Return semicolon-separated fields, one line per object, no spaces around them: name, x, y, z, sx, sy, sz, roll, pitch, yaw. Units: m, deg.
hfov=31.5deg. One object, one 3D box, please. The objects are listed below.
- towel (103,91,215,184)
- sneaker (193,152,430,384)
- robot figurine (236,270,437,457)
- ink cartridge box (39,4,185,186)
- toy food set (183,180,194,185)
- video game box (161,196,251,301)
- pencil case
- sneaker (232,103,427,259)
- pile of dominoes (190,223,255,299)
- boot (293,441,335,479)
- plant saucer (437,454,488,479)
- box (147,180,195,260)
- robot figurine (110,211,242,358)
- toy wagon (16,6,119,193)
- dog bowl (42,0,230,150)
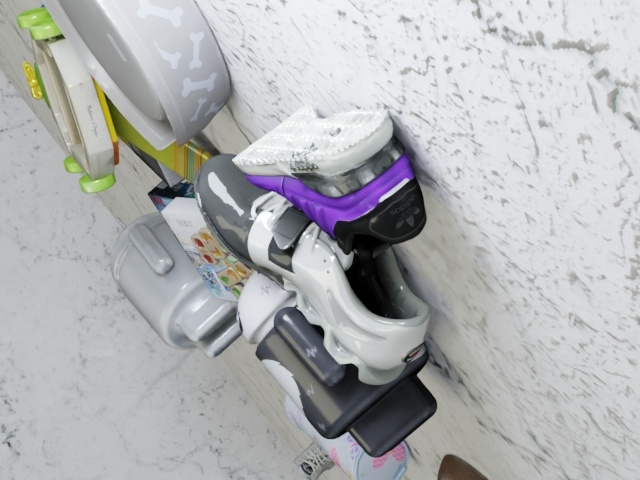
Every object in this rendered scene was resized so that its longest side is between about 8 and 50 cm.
towel;-0.241;-0.153;1.736;0.237;0.021;0.102;33;152;10
sneaker;0.000;0.000;1.267;0.330;0.122;0.146;43;144;8
robot figurine;0.018;0.134;1.404;0.278;0.173;0.209;50;149;11
ink cartridge box;-0.350;-0.270;1.866;0.303;0.072;0.307;44;166;33
toy food set;-0.193;-0.073;1.919;0.122;0.019;0.078;27;150;42
video game box;-0.129;0.020;1.763;0.205;0.048;0.187;7;133;44
pencil case;0.043;0.334;1.994;0.124;0.113;0.273;49;171;-33
sneaker;0.013;-0.047;1.109;0.146;0.102;0.293;56;167;-17
pile of dominoes;-0.100;0.045;1.678;0.196;0.040;0.251;47;148;-9
boot;0.010;0.463;2.424;0.095;0.123;0.258;50;167;13
plant saucer;0.268;0.451;1.668;0.310;0.050;0.310;50;166;17
box;-0.181;-0.017;1.899;0.233;0.044;0.159;13;140;53
robot figurine;-0.284;0.077;2.255;0.353;0.199;0.300;43;168;34
toy wagon;-0.404;-0.233;1.795;0.344;0.068;0.267;38;145;60
dog bowl;-0.240;-0.270;1.400;0.349;0.102;0.349;49;167;15
